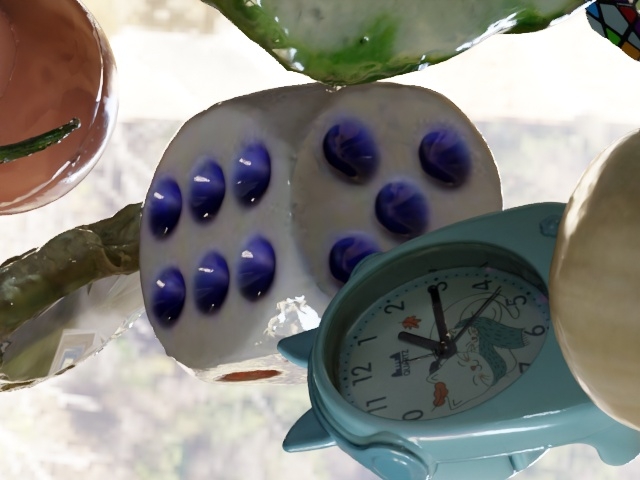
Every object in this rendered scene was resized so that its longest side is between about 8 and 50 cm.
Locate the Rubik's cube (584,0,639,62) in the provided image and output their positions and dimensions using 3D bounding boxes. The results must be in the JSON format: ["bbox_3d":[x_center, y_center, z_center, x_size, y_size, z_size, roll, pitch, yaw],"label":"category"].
[{"bbox_3d":[0.249,-0.193,1.409,0.133,0.111,0.133,-14,106,-59],"label":"Rubik's cube"}]

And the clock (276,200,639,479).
[{"bbox_3d":[0.102,0.091,1.465,0.224,0.274,0.094,-92,163,-47],"label":"clock"}]

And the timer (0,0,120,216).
[{"bbox_3d":[-0.294,-0.134,1.724,0.215,0.229,0.230,50,47,-74],"label":"timer"}]

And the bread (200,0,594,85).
[{"bbox_3d":[0.045,-0.275,1.026,0.366,0.129,0.382,-48,124,6],"label":"bread"}]

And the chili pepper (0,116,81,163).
[{"bbox_3d":[-0.279,-0.005,1.152,0.122,0.278,0.065,21,45,-64],"label":"chili pepper"}]

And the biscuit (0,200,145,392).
[{"bbox_3d":[-0.268,0.058,2.115,0.078,0.335,0.329,53,4,19],"label":"biscuit"}]

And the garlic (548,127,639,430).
[{"bbox_3d":[0.257,-0.029,1.067,0.313,0.249,0.286,-129,-127,-69],"label":"garlic"}]

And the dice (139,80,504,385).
[{"bbox_3d":[0.000,0.000,1.784,0.251,0.259,0.243,3,79,-36],"label":"dice"}]
